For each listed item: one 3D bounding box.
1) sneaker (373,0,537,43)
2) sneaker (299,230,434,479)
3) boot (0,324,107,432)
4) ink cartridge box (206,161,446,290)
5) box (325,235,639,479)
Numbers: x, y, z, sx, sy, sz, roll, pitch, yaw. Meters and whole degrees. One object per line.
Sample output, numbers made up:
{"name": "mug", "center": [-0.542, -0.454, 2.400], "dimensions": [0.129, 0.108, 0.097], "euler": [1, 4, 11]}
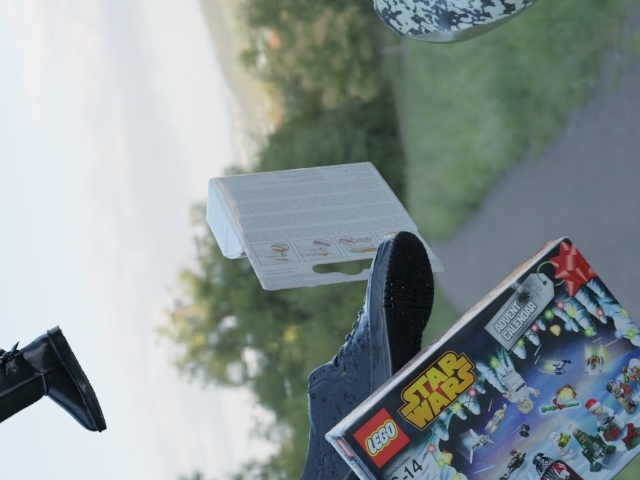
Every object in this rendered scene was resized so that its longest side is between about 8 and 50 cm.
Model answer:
{"name": "sneaker", "center": [0.076, -0.183, 0.643], "dimensions": [0.158, 0.182, 0.410], "euler": [41, 158, 0]}
{"name": "sneaker", "center": [0.025, 0.082, 0.858], "dimensions": [0.051, 0.089, 0.170], "euler": [11, -105, -45]}
{"name": "boot", "center": [-0.266, 0.145, 1.248], "dimensions": [0.121, 0.099, 0.045], "euler": [66, 173, -19]}
{"name": "ink cartridge box", "center": [0.000, 0.000, 1.309], "dimensions": [0.225, 0.181, 0.056], "euler": [-119, 28, -53]}
{"name": "box", "center": [0.083, 0.076, 0.577], "dimensions": [0.094, 0.137, 0.027], "euler": [51, 163, -2]}
